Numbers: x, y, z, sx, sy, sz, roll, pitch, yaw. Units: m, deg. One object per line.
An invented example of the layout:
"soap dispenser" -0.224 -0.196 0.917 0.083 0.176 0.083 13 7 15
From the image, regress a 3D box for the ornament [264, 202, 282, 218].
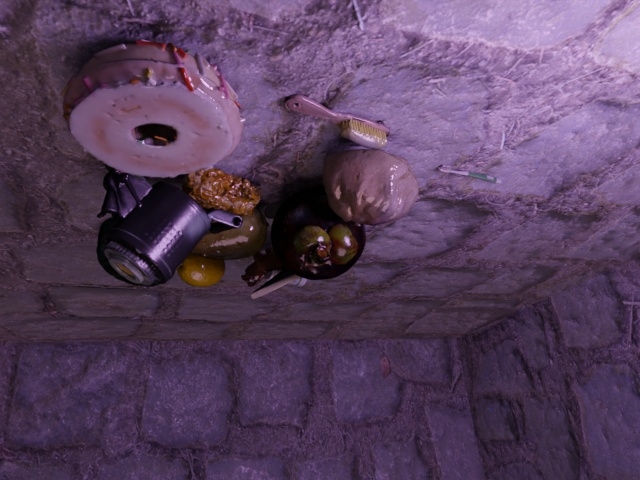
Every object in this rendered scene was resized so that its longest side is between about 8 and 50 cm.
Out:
"ornament" -0.122 -0.067 1.703 0.075 0.081 0.156 -11 151 25

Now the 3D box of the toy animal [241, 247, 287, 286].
"toy animal" -0.192 0.085 1.933 0.312 0.157 0.097 -19 154 30

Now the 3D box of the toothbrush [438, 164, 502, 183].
"toothbrush" 0.485 -0.211 1.577 0.257 0.018 0.024 8 146 -26

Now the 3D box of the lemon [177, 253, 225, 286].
"lemon" -0.461 0.100 1.906 0.170 0.170 0.207 -19 160 28

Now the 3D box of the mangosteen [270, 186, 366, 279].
"mangosteen" 0.000 0.000 1.545 0.306 0.359 0.306 -7 129 -8

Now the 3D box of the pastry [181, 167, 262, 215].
"pastry" -0.284 -0.146 1.462 0.250 0.102 0.154 11 150 -27

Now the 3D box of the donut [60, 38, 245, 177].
"donut" -0.362 -0.284 1.090 0.383 0.142 0.382 -5 156 -2

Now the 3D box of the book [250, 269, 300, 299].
"book" -0.091 0.114 1.887 0.264 0.031 0.379 -26 -176 19

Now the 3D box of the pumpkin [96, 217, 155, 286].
"pumpkin" -0.646 0.063 1.746 0.293 0.196 0.263 21 148 -40

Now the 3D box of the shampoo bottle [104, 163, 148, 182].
"shampoo bottle" -0.542 -0.193 1.362 0.065 0.065 0.204 -7 156 5

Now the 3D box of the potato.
"potato" -0.323 -0.027 1.637 0.308 0.173 0.210 -1 158 -4

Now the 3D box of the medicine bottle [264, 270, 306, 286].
"medicine bottle" -0.155 0.148 2.166 0.183 0.086 0.086 15 149 -36

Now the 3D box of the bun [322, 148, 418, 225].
"bun" 0.138 -0.141 1.382 0.282 0.204 0.281 -1 178 0

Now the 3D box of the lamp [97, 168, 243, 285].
"lamp" -0.438 -0.008 1.340 0.374 0.272 0.205 28 158 -33

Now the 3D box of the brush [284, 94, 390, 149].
"brush" 0.050 -0.295 1.252 0.313 0.067 0.072 13 151 -31
